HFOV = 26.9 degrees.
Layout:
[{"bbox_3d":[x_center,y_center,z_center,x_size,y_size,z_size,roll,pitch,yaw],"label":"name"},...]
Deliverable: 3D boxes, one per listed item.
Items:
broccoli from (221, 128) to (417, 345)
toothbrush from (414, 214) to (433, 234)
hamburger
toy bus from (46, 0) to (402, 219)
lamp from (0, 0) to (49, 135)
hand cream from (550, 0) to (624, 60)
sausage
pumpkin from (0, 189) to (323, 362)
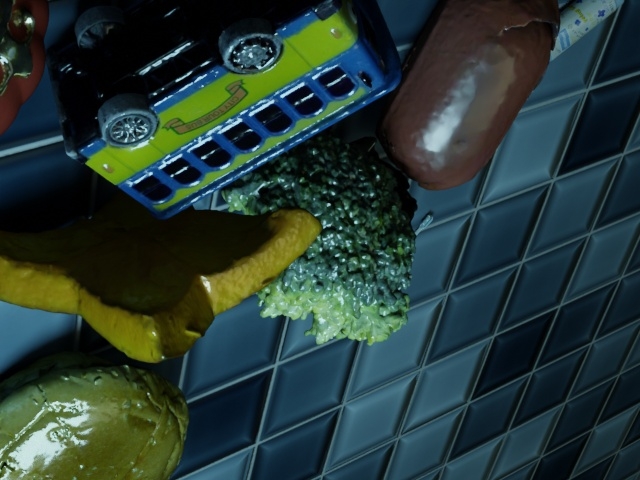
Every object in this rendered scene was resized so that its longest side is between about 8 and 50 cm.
[{"bbox_3d":[0.000,0.000,1.577,0.243,0.263,0.247,-40,-164,51],"label":"broccoli"},{"bbox_3d":[0.101,0.025,1.869,0.162,0.014,0.017,-48,162,4],"label":"toothbrush"},{"bbox_3d":[-0.265,0.225,1.565,0.211,0.132,0.309,-45,147,3],"label":"hamburger"},{"bbox_3d":[-0.090,-0.161,1.235,0.287,0.138,0.175,-28,146,15],"label":"toy bus"},{"bbox_3d":[-0.310,-0.165,0.999,0.227,0.227,0.227,-30,144,-24],"label":"lamp"},{"bbox_3d":[0.341,-0.294,1.764,0.170,0.043,0.065,-38,142,-4],"label":"hand cream"},{"bbox_3d":[0.173,-0.190,1.581,0.152,0.152,0.280,5,123,-51],"label":"sausage"},{"bbox_3d":[-0.186,0.012,1.332,0.258,0.290,0.095,-37,137,-44],"label":"pumpkin"}]
